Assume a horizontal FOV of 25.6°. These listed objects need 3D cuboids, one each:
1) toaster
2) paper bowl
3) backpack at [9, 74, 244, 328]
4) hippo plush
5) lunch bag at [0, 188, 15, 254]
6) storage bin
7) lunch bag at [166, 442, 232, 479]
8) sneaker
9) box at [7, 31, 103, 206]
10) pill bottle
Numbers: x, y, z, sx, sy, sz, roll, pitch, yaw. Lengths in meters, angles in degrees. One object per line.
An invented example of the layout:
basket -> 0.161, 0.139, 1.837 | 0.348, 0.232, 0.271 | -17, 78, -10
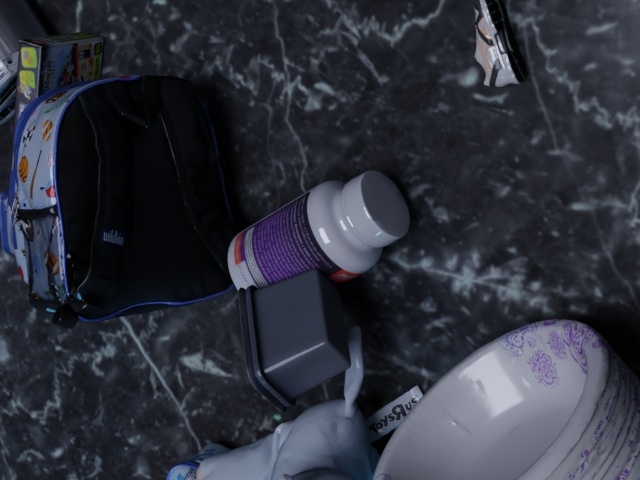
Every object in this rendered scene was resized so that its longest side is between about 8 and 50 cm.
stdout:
toaster -> -0.423, -0.233, 1.740 | 0.227, 0.129, 0.146 | -40, 83, 31
paper bowl -> 0.199, 0.223, 1.367 | 0.284, 0.284, 0.148 | -31, 112, 35
backpack -> -0.228, -0.056, 1.596 | 0.213, 0.276, 0.263 | 8, 104, 45
hippo plush -> 0.012, 0.301, 1.491 | 0.294, 0.236, 0.234 | -41, 107, 11
lunch bag -> -0.368, -0.022, 1.792 | 0.065, 0.067, 0.098 | 14, 111, 30
storage bin -> -0.020, 0.101, 1.478 | 0.091, 0.098, 0.135 | -25, 44, 17
lunch bag -> -0.115, 0.371, 1.718 | 0.176, 0.090, 0.219 | 28, 117, 19
sneaker -> 0.168, -0.204, 1.414 | 0.044, 0.040, 0.109 | -16, 93, 37
box -> -0.320, -0.144, 1.702 | 0.036, 0.114, 0.207 | 19, 112, 28
pill bottle -> 0.000, 0.000, 1.534 | 0.193, 0.108, 0.108 | -30, 85, 35
